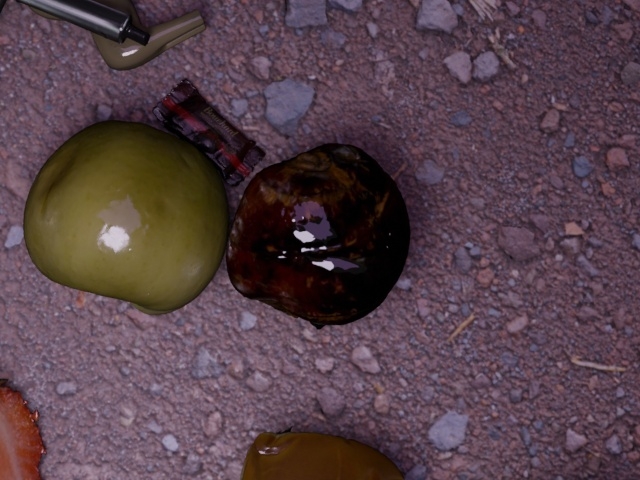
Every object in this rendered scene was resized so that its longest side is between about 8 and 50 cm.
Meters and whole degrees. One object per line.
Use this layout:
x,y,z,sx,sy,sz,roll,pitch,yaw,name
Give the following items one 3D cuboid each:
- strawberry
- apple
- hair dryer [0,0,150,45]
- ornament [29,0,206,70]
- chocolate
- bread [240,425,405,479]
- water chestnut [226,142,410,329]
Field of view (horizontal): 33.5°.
-0.491,0.316,1.525,0.175,0.106,0.236,4,81,-45,strawberry
-0.274,-0.039,1.533,0.295,0.233,0.258,19,83,-6,apple
-0.433,-0.312,1.556,0.284,0.156,0.320,28,80,18,hair dryer
-0.337,-0.371,1.655,0.245,0.061,0.230,-28,86,-5,ornament
-0.174,-0.169,1.670,0.182,0.028,0.086,44,76,1,chocolate
-0.025,0.413,1.515,0.250,0.225,0.279,17,76,-8,bread
0.000,0.000,1.571,0.289,0.244,0.289,19,56,-30,water chestnut
